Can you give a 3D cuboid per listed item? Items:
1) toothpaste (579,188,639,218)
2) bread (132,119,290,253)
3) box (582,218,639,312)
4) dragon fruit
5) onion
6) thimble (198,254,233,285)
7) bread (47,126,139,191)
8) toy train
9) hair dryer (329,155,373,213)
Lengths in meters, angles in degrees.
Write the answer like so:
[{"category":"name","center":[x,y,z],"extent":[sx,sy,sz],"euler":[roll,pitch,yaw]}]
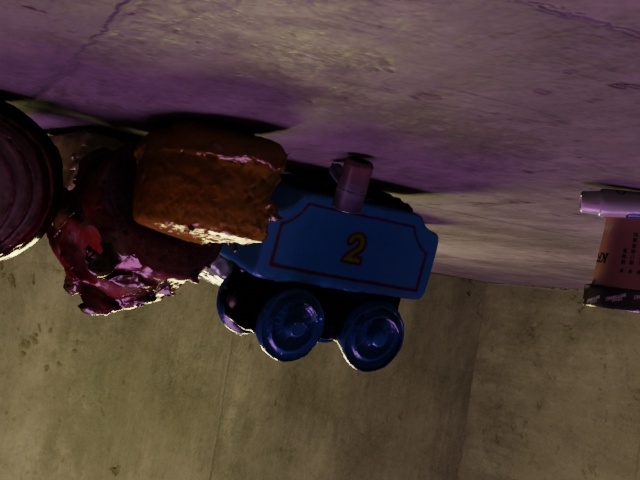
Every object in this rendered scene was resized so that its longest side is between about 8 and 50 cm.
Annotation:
[{"category":"toothpaste","center":[0.405,-0.037,1.156],"extent":[0.218,0.033,0.052],"euler":[4,180,6]},{"category":"bread","center":[-0.142,-0.062,1.175],"extent":[0.139,0.143,0.229],"euler":[9,174,-29]},{"category":"box","center":[0.421,0.028,1.311],"extent":[0.151,0.135,0.151],"euler":[8,180,0]},{"category":"dragon fruit","center":[-0.251,-0.010,1.303],"extent":[0.147,0.211,0.282],"euler":[-31,-170,35]},{"category":"onion","center":[-0.425,-0.074,1.231],"extent":[0.207,0.216,0.206],"euler":[2,-174,-29]},{"category":"thimble","center":[-0.135,-0.008,1.605],"extent":[0.211,0.185,0.149],"euler":[-20,-163,-38]},{"category":"bread","center":[-0.283,-0.126,1.476],"extent":[0.240,0.135,0.178],"euler":[11,-150,-41]},{"category":"toy train","center":[0.008,0.040,1.490],"extent":[0.300,0.265,0.188],"euler":[10,-172,-31]},{"category":"hair dryer","center":[0.030,-0.081,1.269],"extent":[0.037,0.063,0.114],"euler":[10,-161,-18]}]
